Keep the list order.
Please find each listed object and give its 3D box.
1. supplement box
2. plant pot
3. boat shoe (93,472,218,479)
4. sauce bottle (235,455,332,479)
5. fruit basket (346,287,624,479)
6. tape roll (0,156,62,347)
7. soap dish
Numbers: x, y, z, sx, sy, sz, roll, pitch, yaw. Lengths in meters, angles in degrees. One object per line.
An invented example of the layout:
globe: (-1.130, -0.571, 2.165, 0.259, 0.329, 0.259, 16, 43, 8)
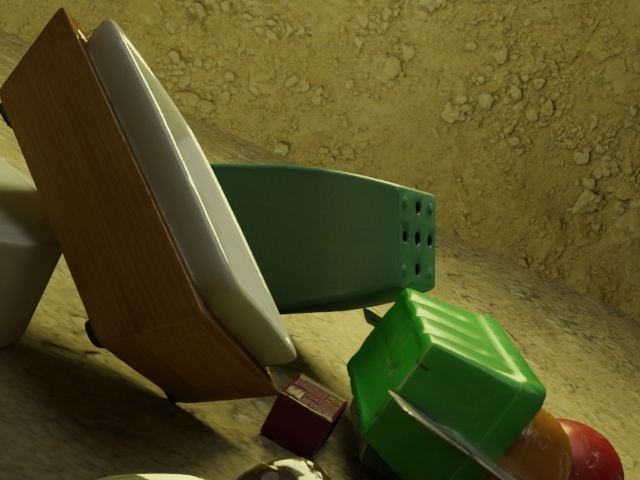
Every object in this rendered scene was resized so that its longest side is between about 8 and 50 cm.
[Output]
supplement box: (-0.013, 0.159, 0.966, 0.055, 0.043, 0.083, 29, 9, 9)
plant pot: (0.000, 0.000, 1.172, 0.234, 0.166, 0.165, -2, -5, 29)
boat shoe: (-0.123, 0.175, 0.442, 0.302, 0.113, 0.103, 1, 27, -45)
sauce bottle: (0.069, 0.252, 0.541, 0.344, 0.111, 0.111, 38, 14, 36)
fruit basket: (0.187, 0.214, 1.031, 0.353, 0.165, 0.327, 42, 8, -12)
tape roll: (-0.348, -0.025, 0.853, 0.286, 0.100, 0.286, 26, 10, -5)
soap dish: (-0.140, -0.013, 0.872, 0.291, 0.118, 0.229, 62, 0, 24)
